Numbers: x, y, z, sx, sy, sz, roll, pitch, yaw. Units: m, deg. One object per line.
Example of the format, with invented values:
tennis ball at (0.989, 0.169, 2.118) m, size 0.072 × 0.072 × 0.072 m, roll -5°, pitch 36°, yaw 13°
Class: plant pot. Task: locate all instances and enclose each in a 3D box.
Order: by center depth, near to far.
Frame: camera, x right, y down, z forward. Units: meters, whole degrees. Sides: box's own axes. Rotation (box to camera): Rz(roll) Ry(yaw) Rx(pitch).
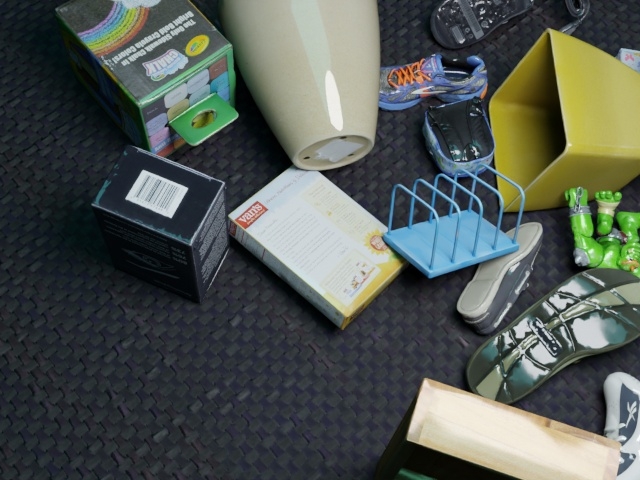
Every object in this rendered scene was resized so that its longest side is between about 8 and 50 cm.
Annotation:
plant pot at (-0.008, -0.259, 1.368) m, size 0.256 × 0.256 × 0.274 m, roll -11°, pitch 72°, yaw -8°
plant pot at (0.400, -0.171, 1.371) m, size 0.187 × 0.212 × 0.212 m, roll 5°, pitch 65°, yaw -14°

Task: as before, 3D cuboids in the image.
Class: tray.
tray at (0.180, 0.276, 1.037) m, size 0.202 × 0.411 × 0.076 m, roll 18°, pitch 65°, yaw 5°

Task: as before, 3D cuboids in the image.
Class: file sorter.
file sorter at (0.198, -0.036, 1.301) m, size 0.170 × 0.105 × 0.118 m, roll -16°, pitch 36°, yaw -27°

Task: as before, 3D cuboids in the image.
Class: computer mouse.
computer mouse at (0.329, -0.394, 1.528) m, size 0.262 × 0.060 × 0.184 m, roll -34°, pitch 108°, yaw 10°

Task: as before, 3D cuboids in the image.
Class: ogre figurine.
ogre figurine at (0.453, 0.002, 1.347) m, size 0.197 × 0.096 × 0.118 m, roll 27°, pitch 69°, yaw -39°

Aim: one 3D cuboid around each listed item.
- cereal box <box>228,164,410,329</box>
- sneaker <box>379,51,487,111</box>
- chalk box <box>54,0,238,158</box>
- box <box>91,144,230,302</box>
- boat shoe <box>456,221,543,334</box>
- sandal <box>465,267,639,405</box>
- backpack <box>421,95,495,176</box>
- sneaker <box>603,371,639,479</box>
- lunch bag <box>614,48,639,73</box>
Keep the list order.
cereal box at (0.000, 0.000, 1.335) m, size 0.240 × 0.047 × 0.173 m, roll 40°, pitch 57°, yaw 15°
sneaker at (0.173, -0.274, 1.461) m, size 0.221 × 0.087 × 0.083 m, roll -8°, pitch 66°, yaw -6°
chalk box at (-0.249, -0.259, 1.387) m, size 0.180 × 0.179 × 0.289 m, roll -36°, pitch 73°, yaw -18°
box at (-0.221, -0.019, 1.263) m, size 0.153 × 0.207 × 0.108 m, roll 22°, pitch 65°, yaw 6°
boat shoe at (0.282, 0.057, 1.345) m, size 0.206 × 0.075 × 0.065 m, roll -49°, pitch 119°, yaw -26°
sandal at (0.345, 0.137, 1.293) m, size 0.302 × 0.086 × 0.120 m, roll -28°, pitch 75°, yaw 1°
backpack at (0.223, -0.157, 1.412) m, size 0.105 × 0.084 × 0.114 m, roll -13°, pitch 62°, yaw -8°
sneaker at (0.395, 0.303, 1.208) m, size 0.153 × 0.094 × 0.235 m, roll -6°, pitch 76°, yaw -15°
lunch bag at (0.544, -0.284, 1.503) m, size 0.083 × 0.053 × 0.071 m, roll 9°, pitch 67°, yaw -9°
